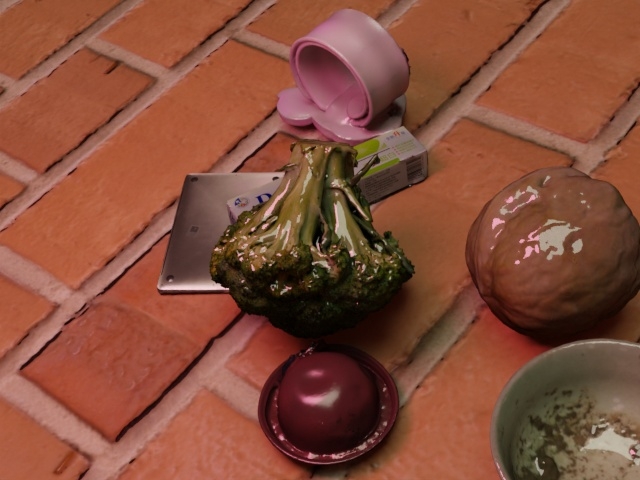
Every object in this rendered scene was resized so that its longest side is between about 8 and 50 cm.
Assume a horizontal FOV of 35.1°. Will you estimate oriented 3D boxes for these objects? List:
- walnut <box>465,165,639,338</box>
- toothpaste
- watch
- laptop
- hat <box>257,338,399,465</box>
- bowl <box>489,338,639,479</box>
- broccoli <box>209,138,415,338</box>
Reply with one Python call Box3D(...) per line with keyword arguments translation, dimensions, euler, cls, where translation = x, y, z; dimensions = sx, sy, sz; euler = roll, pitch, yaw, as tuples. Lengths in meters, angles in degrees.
Box3D(translation=(0.320, 0.021, 1.409), dimensions=(0.248, 0.248, 0.248), euler=(-6, 47, 6), cls="walnut")
Box3D(translation=(0.015, -0.084, 1.666), dimensions=(0.337, 0.067, 0.081), euler=(-24, 47, -15), cls="toothpaste")
Box3D(translation=(0.043, -0.299, 1.762), dimensions=(0.211, 0.217, 0.248), euler=(-40, 53, -24), cls="watch")
Box3D(translation=(-0.158, -0.019, 1.684), dimensions=(0.188, 0.015, 0.269), euler=(0, 48, 8), cls="laptop")
Box3D(translation=(0.008, 0.214, 1.389), dimensions=(0.205, 0.089, 0.205), euler=(-6, 46, 7), cls="hat")
Box3D(translation=(0.351, 0.275, 1.226), dimensions=(0.289, 0.146, 0.289), euler=(-6, 45, 6), cls="bowl")
Box3D(translation=(0.000, 0.000, 1.451), dimensions=(0.304, 0.283, 0.321), euler=(4, 9, -13), cls="broccoli")
